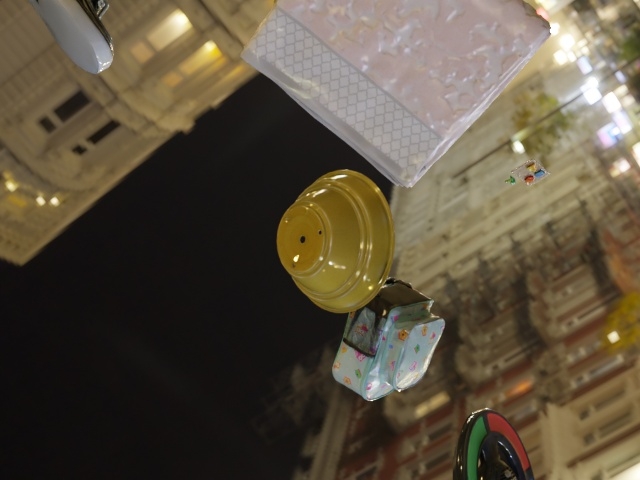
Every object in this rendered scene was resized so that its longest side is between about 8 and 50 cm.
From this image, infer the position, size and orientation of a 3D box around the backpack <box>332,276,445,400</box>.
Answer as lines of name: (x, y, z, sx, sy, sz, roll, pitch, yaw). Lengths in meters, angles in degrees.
backpack: (0.109, 0.177, 1.860, 0.144, 0.188, 0.166, 35, -158, 24)

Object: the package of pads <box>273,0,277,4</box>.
package of pads: (0.042, -0.478, 1.804, 0.296, 0.229, 0.101, 124, 140, -66)

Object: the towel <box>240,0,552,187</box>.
towel: (0.096, -0.279, 1.546, 0.332, 0.317, 0.053, 39, -155, -2)

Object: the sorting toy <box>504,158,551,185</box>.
sorting toy: (0.415, -0.130, 2.243, 0.062, 0.083, 0.012, 32, -135, -29)

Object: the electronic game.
electronic game: (0.249, 0.350, 1.551, 0.229, 0.048, 0.229, 31, -130, -47)

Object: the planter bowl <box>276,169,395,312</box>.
planter bowl: (0.000, 0.000, 1.649, 0.090, 0.217, 0.217, 2, -126, -46)

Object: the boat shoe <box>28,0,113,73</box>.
boat shoe: (-0.380, -0.375, 1.690, 0.306, 0.105, 0.113, 47, 152, 31)
